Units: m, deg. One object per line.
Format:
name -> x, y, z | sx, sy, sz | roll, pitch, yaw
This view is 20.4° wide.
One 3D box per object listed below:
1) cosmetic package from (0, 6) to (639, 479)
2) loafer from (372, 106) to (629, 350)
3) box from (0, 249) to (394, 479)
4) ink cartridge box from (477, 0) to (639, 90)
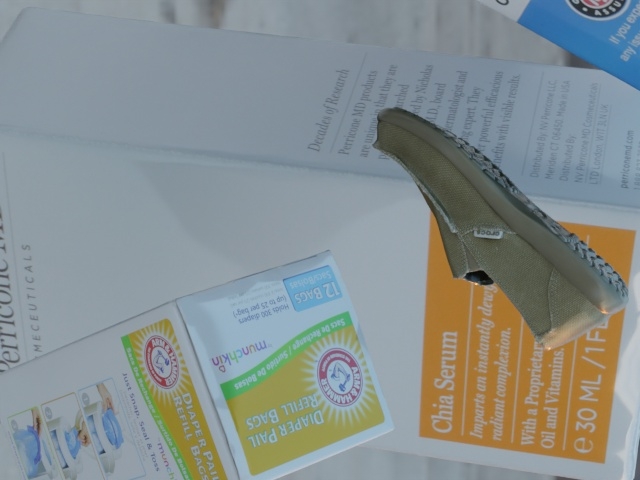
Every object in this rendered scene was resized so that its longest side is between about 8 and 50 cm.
cosmetic package -> 0.000, 0.000, 1.188 | 0.161, 0.453, 0.230 | -70, 163, -52
loafer -> 0.073, -0.006, 0.817 | 0.050, 0.148, 0.056 | -51, 156, 10
box -> -0.075, 0.089, 0.975 | 0.114, 0.203, 0.103 | -17, 86, -40
ink cartridge box -> 0.085, -0.293, 0.947 | 0.166, 0.395, 0.285 | -61, 180, -30
